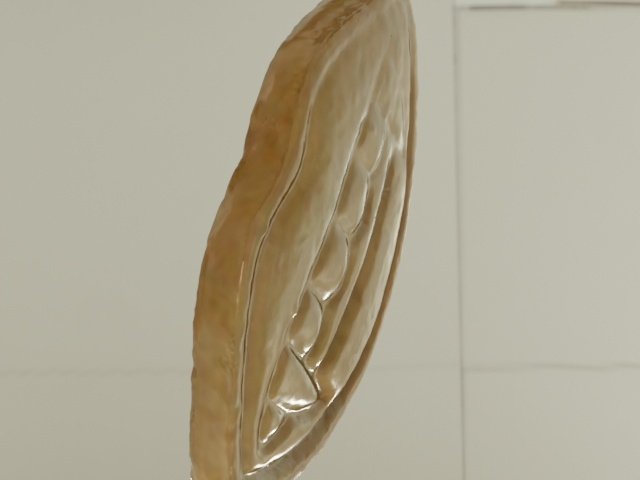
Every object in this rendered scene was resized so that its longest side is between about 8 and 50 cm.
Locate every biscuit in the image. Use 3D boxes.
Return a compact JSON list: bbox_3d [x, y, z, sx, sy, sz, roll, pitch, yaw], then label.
[{"bbox_3d":[0.000,0.000,0.648,0.029,0.142,0.220,9,-116,21],"label":"biscuit"}]
